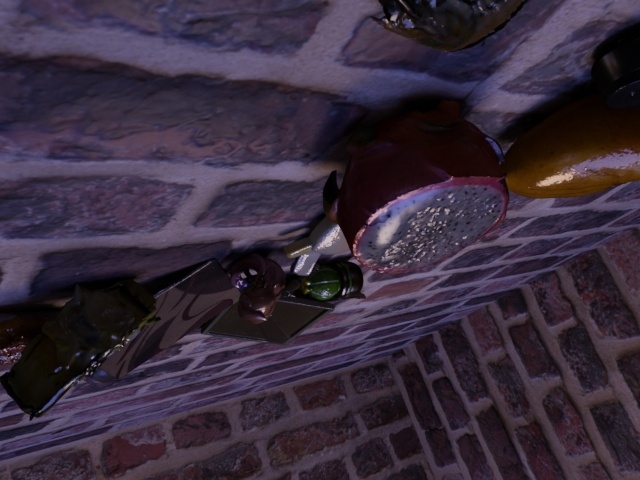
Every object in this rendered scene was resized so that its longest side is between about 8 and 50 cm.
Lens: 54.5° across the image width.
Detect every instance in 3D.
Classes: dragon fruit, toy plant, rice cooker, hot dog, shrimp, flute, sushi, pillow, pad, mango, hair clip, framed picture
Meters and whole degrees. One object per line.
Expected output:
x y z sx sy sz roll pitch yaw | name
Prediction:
0.145 -0.092 0.982 0.290 0.189 0.291 -17 153 -9 | dragon fruit
0.022 0.100 1.520 0.162 0.093 0.093 -8 158 -33 | toy plant
0.511 -0.273 0.967 0.165 0.106 0.112 -26 162 1 | rice cooker
-0.568 0.175 1.114 0.144 0.075 0.268 -35 157 35 | hot dog
0.156 -0.274 0.660 0.173 0.058 0.253 -41 157 30 | shrimp
-0.042 0.083 1.362 0.027 0.027 0.233 -27 -176 19 | flute
-0.430 0.176 1.111 0.291 0.139 0.131 -42 172 -21 | sushi
0.017 0.137 1.627 0.130 0.038 0.232 16 -169 39 | pillow
-0.327 0.171 1.294 0.330 0.004 0.220 -33 153 -7 | pad
0.495 -0.178 1.133 0.350 0.201 0.199 -15 126 9 | mango
-0.002 0.002 1.265 0.159 0.071 0.218 -3 151 -38 | hair clip
-0.144 0.201 1.582 0.247 0.022 0.335 11 152 -21 | framed picture

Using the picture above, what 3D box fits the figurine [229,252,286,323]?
-0.123 0.097 1.270 0.114 0.157 0.126 -24 121 -1 | figurine

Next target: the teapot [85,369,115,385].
-0.457 0.243 1.379 0.146 0.116 0.148 -36 155 13 | teapot
